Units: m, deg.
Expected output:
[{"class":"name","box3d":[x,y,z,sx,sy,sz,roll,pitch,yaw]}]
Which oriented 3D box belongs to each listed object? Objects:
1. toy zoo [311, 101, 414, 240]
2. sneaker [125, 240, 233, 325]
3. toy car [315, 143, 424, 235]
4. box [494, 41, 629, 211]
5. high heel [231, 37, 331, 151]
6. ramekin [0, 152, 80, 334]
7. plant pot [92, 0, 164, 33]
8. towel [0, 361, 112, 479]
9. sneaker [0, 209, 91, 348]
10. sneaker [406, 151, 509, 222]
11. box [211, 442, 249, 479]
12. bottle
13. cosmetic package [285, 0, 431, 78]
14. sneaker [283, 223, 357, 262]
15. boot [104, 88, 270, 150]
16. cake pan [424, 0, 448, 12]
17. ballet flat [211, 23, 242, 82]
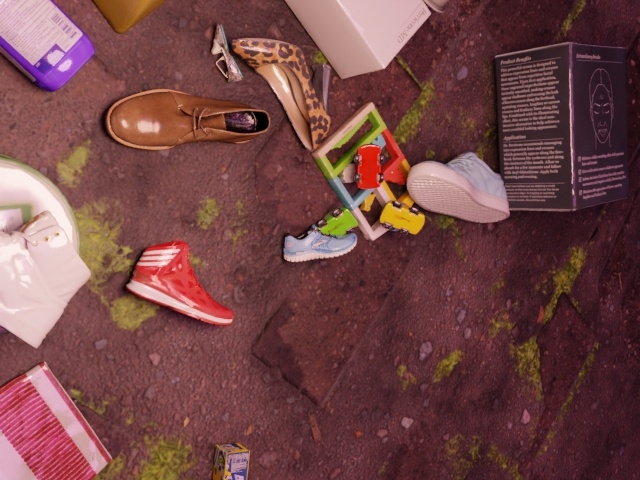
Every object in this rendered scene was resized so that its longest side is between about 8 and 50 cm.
[{"class":"toy zoo","box3d":[0.122,-0.137,1.566,0.192,0.030,0.293,-46,117,-22]},{"class":"sneaker","box3d":[-0.243,0.076,1.305,0.221,0.087,0.128,26,81,-34]},{"class":"toy car","box3d":[0.080,-0.071,1.491,0.225,0.053,0.239,-33,114,8]},{"class":"box","box3d":[0.619,-0.286,1.759,0.293,0.212,0.395,-10,100,-41]},{"class":"high heel","box3d":[-0.076,-0.290,1.379,0.261,0.093,0.186,10,82,-43]},{"class":"ramekin","box3d":[-0.526,0.006,1.070,0.303,0.148,0.303,-3,95,-34]},{"class":"plant pot","box3d":[-0.299,-0.509,1.160,0.212,0.187,0.212,-47,117,-23]},{"class":"towel","box3d":[-0.548,0.391,1.156,0.329,0.037,0.237,-37,111,-28]},{"class":"sneaker","box3d":[-0.461,0.005,0.968,0.169,0.108,0.292,-55,130,-19]},{"class":"sneaker","box3d":[0.321,-0.147,1.642,0.366,0.135,0.150,18,61,-48]},{"class":"box","box3d":[-0.186,0.501,1.391,0.054,0.059,0.169,6,90,-33]},{"class":"bottle","box3d":[-0.499,-0.371,1.093,0.283,0.092,0.118,45,69,-28]},{"class":"cosmetic package","box3d":[0.036,-0.537,1.404,0.365,0.155,0.197,48,67,-26]},{"class":"sneaker","box3d":[0.000,0.000,1.449,0.162,0.063,0.073,-9,100,-10]},{"class":"boot","box3d":[-0.236,-0.225,1.270,0.305,0.115,0.112,-7,99,-32]},{"class":"cake pan","box3d":[0.215,-0.635,1.483,0.293,0.054,0.293,37,39,-39]},{"class":"ballet flat","box3d":[-0.189,-0.360,1.337,0.041,0.041,0.114,-31,109,-28]}]
